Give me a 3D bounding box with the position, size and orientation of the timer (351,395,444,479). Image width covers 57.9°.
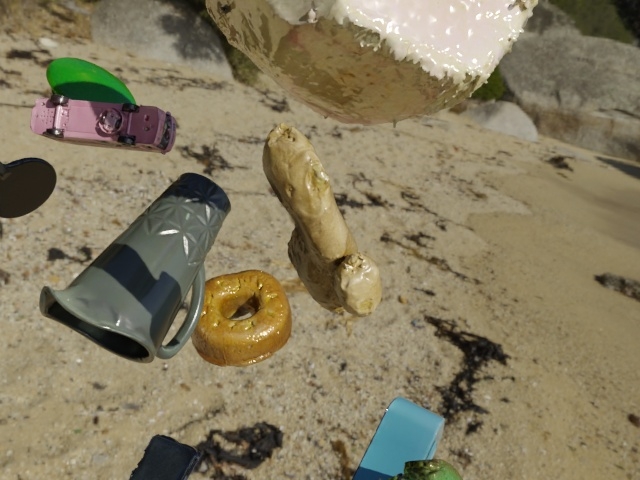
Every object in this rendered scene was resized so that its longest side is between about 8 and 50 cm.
[{"bbox_3d":[0.144,0.412,0.986,0.091,0.232,0.250,18,-22,31],"label":"timer"}]

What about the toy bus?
[{"bbox_3d":[-0.312,-0.167,0.840,0.203,0.063,0.090,8,-2,13],"label":"toy bus"}]

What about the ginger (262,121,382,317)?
[{"bbox_3d":[-0.006,-0.007,0.556,0.059,0.214,0.133,-32,14,-15],"label":"ginger"}]

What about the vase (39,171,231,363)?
[{"bbox_3d":[-0.244,0.041,0.875,0.156,0.251,0.301,4,49,31],"label":"vase"}]

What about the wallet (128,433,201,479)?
[{"bbox_3d":[-0.430,0.635,1.537,0.167,0.036,0.222,7,54,29],"label":"wallet"}]

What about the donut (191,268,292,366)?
[{"bbox_3d":[-0.169,0.163,1.228,0.227,0.113,0.226,1,46,-1],"label":"donut"}]

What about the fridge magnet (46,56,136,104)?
[{"bbox_3d":[-0.515,-0.330,1.307,0.208,0.088,0.208,34,28,-21],"label":"fridge magnet"}]

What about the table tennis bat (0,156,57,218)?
[{"bbox_3d":[-0.613,-0.120,1.147,0.027,0.150,0.236,41,-13,17],"label":"table tennis bat"}]

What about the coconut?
[{"bbox_3d":[0.048,-0.340,0.697,0.405,0.404,0.404,9,16,-3],"label":"coconut"}]

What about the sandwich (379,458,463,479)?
[{"bbox_3d":[0.145,0.381,0.742,0.185,0.109,0.160,43,33,-33],"label":"sandwich"}]
